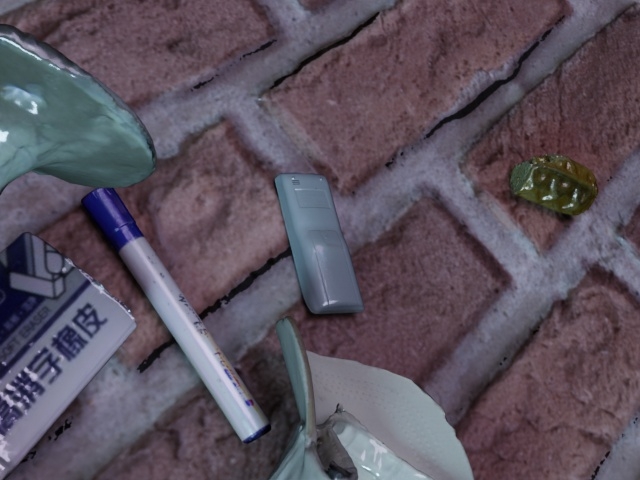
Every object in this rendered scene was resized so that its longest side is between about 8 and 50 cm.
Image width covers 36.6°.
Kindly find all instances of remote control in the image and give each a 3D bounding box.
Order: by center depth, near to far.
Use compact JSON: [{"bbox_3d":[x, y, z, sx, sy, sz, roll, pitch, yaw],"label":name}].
[{"bbox_3d":[0.000,0.000,0.983,0.061,0.029,0.162,1,62,-32],"label":"remote control"}]

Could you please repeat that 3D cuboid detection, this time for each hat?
[{"bbox_3d":[0.010,0.206,0.808,0.258,0.168,0.301,36,20,-39],"label":"hat"}]

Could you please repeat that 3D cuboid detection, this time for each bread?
[{"bbox_3d":[0.289,-0.071,1.181,0.110,0.060,0.066,18,70,-20],"label":"bread"}]

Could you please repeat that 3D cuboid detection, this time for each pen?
[{"bbox_3d":[-0.130,0.064,0.865,0.033,0.033,0.269,-28,79,-39],"label":"pen"}]

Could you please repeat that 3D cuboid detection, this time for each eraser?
[{"bbox_3d":[-0.254,0.104,0.743,0.124,0.068,0.210,41,51,-6],"label":"eraser"}]

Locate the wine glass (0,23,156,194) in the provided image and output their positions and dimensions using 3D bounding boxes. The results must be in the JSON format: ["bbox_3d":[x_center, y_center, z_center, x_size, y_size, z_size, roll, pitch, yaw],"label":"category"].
[{"bbox_3d":[-0.257,0.088,0.559,0.267,0.267,0.406,23,69,-17],"label":"wine glass"}]
